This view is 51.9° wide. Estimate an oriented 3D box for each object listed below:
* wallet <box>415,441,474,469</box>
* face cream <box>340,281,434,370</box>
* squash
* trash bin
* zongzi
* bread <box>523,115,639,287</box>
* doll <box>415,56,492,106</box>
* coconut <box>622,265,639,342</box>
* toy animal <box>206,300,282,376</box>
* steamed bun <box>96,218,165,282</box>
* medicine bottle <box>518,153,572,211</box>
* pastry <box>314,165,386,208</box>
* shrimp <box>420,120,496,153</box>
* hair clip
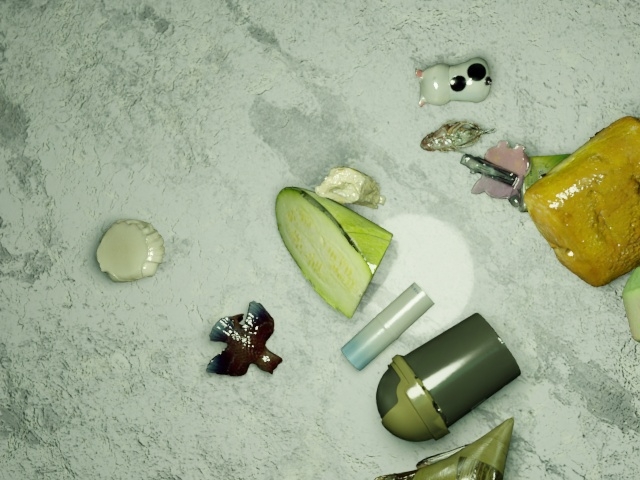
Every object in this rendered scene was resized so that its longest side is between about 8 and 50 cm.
[{"bbox_3d":[0.361,0.659,1.573,0.169,0.044,0.317,-22,80,10],"label":"wallet"},{"bbox_3d":[0.166,0.213,1.626,0.250,0.077,0.077,-42,80,3],"label":"face cream"},{"bbox_3d":[0.000,0.000,1.597,0.308,0.234,0.210,27,48,5],"label":"squash"},{"bbox_3d":[0.277,0.328,1.533,0.333,0.214,0.214,-36,81,1],"label":"trash bin"},{"bbox_3d":[0.279,0.528,1.526,0.289,0.154,0.318,13,71,19],"label":"zongzi"},{"bbox_3d":[0.666,-0.069,1.470,0.337,0.148,0.328,-35,112,7],"label":"bread"},{"bbox_3d":[0.334,-0.392,1.637,0.180,0.107,0.110,-3,106,15],"label":"doll"},{"bbox_3d":[0.794,0.156,1.468,0.204,0.236,0.236,-24,80,41],"label":"coconut"},{"bbox_3d":[-0.186,0.270,1.660,0.179,0.116,0.218,35,85,11],"label":"toy animal"},{"bbox_3d":[-0.495,0.028,1.737,0.182,0.106,0.183,-2,82,11],"label":"steamed bun"},{"bbox_3d":[0.574,-0.139,1.583,0.188,0.088,0.132,-3,83,10],"label":"medicine bottle"},{"bbox_3d":[0.071,-0.127,1.585,0.121,0.258,0.089,7,90,20],"label":"pastry"},{"bbox_3d":[0.343,-0.258,1.639,0.190,0.073,0.075,-6,117,4],"label":"shrimp"},{"bbox_3d":[0.427,-0.171,1.591,0.187,0.056,0.146,25,102,42],"label":"hair clip"}]
